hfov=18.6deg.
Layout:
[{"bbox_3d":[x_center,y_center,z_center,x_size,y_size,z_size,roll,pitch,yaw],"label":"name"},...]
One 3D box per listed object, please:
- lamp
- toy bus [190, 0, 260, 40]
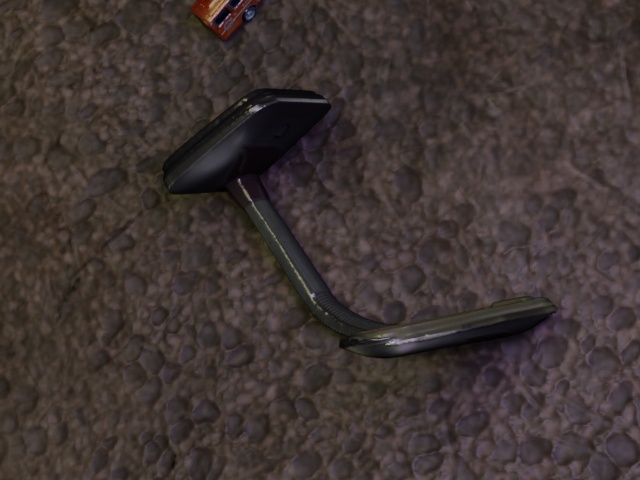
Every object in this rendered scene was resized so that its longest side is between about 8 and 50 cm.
[{"bbox_3d":[-0.002,0.007,1.363,0.283,0.203,0.124,44,111,23],"label":"lamp"},{"bbox_3d":[-0.055,-0.209,1.530,0.031,0.043,0.110,40,91,27],"label":"toy bus"}]
